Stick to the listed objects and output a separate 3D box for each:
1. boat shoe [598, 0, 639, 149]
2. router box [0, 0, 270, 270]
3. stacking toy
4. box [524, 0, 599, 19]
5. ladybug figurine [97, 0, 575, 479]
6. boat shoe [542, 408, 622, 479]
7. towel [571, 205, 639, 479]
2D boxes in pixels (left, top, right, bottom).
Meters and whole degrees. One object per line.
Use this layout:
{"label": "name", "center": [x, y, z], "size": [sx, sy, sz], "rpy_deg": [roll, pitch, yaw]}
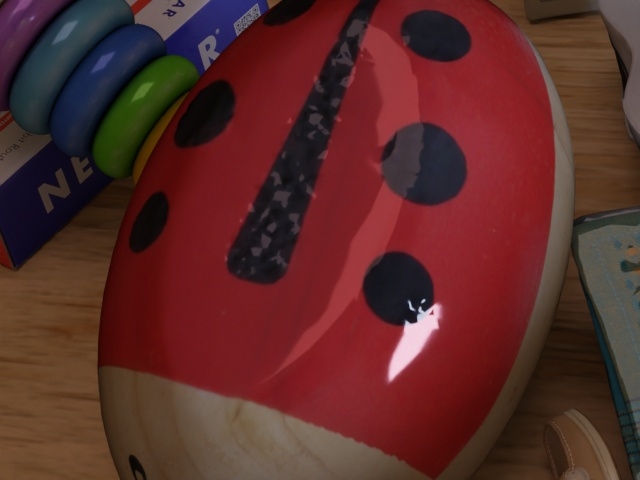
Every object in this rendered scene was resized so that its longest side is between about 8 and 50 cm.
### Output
{"label": "boat shoe", "center": [0.265, -0.097, 1.364], "size": [0.108, 0.102, 0.301], "rpy_deg": [-17, 28, 3]}
{"label": "router box", "center": [-0.261, -0.154, 1.607], "size": [0.301, 0.082, 0.335], "rpy_deg": [24, 55, 33]}
{"label": "stacking toy", "center": [-0.126, -0.084, 1.406], "size": [0.330, 0.141, 0.141], "rpy_deg": [38, 60, 7]}
{"label": "box", "center": [0.223, -0.315, 1.535], "size": [0.149, 0.232, 0.126], "rpy_deg": [-8, 43, 7]}
{"label": "ladybug figurine", "center": [0.000, 0.000, 1.225], "size": [0.305, 0.162, 0.449], "rpy_deg": [11, 72, 22]}
{"label": "boat shoe", "center": [0.160, 0.175, 1.167], "size": [0.059, 0.063, 0.170], "rpy_deg": [-11, 44, -5]}
{"label": "towel", "center": [0.364, 0.074, 1.191], "size": [0.370, 0.040, 0.271], "rpy_deg": [-10, 61, 2]}
